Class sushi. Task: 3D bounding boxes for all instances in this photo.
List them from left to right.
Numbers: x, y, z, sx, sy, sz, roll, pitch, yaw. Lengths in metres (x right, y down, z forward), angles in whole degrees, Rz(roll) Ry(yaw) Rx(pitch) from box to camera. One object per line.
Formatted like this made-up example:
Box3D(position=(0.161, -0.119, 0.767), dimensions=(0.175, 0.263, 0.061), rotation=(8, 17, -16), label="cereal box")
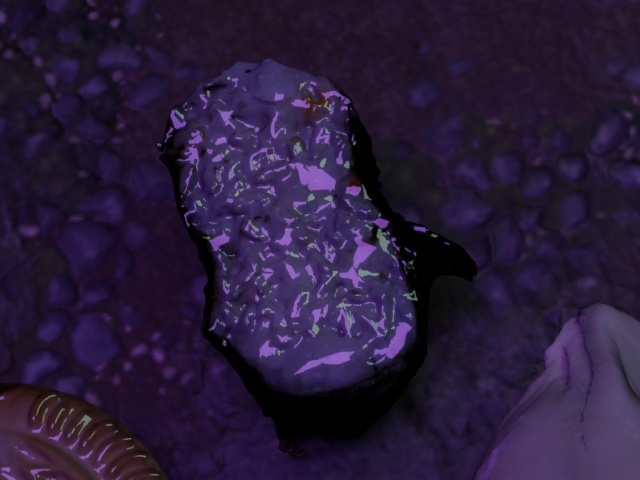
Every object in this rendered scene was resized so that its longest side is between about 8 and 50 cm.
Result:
Box3D(position=(0.000, 0.000, 1.098), dimensions=(0.147, 0.115, 0.212), rotation=(-26, 66, 6), label="sushi")

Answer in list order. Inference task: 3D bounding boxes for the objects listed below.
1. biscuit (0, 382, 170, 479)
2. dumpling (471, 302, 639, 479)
Box3D(position=(-0.184, 0.206, 1.074), dimensions=(0.259, 0.079, 0.259), rotation=(-5, 67, 12), label="biscuit")
Box3D(position=(0.177, 0.207, 0.945), dimensions=(0.260, 0.341, 0.181), rotation=(28, 118, -12), label="dumpling")
